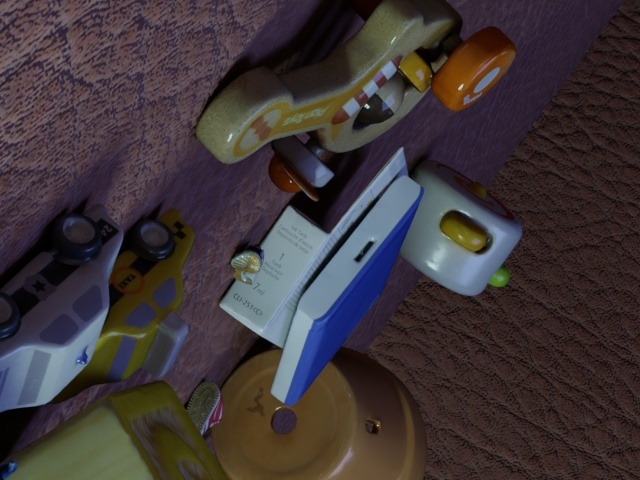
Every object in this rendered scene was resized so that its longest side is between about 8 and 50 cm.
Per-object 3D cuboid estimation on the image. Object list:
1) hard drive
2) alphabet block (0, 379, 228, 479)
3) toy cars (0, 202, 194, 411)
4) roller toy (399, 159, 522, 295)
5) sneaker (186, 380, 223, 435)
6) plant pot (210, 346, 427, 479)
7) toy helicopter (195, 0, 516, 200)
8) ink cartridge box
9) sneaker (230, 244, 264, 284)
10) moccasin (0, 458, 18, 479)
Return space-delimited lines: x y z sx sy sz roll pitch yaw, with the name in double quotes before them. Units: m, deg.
"hard drive" 0.028 0.067 2.214 0.210 0.040 0.318 -51 172 -21
"alphabet block" -0.176 0.247 1.480 0.197 0.193 0.192 -33 176 7
"toy cars" -0.167 0.065 1.368 0.176 0.087 0.394 -56 172 6
"roller toy" 0.197 -0.025 2.753 0.146 0.191 0.209 -55 148 12
"sneaker" -0.157 0.230 2.259 0.118 0.042 0.067 -56 169 -7
"plant pot" -0.020 0.264 2.456 0.291 0.291 0.203 -54 156 -6
"toy helicopter" -0.002 -0.117 1.590 0.235 0.140 0.355 -49 165 30
"ink cartridge box" 0.000 0.000 2.150 0.261 0.066 0.296 -54 172 -3
"sneaker" -0.075 0.017 1.941 0.083 0.032 0.037 116 -3 -72
"moccasin" -0.254 0.225 1.202 0.117 0.138 0.342 -87 178 -63
